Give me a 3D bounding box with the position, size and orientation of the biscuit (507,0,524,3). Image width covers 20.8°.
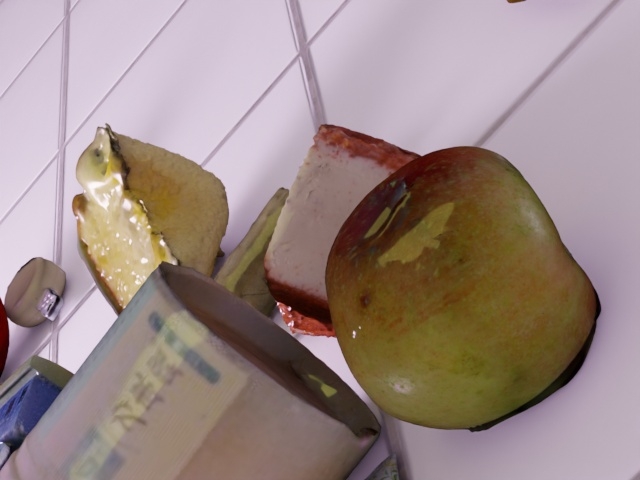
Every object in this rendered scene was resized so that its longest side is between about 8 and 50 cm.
[{"bbox_3d":[0.242,-0.373,1.648,0.329,0.078,0.335,-57,30,2],"label":"biscuit"}]

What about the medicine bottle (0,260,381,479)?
[{"bbox_3d":[-0.160,0.244,1.448,0.406,0.235,0.236,-53,24,6],"label":"medicine bottle"}]

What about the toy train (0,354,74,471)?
[{"bbox_3d":[-0.364,0.281,1.932,0.299,0.131,0.202,-41,21,29],"label":"toy train"}]

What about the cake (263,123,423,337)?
[{"bbox_3d":[0.000,0.000,1.551,0.262,0.159,0.158,-6,57,62],"label":"cake"}]

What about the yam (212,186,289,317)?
[{"bbox_3d":[-0.120,0.114,1.733,0.371,0.083,0.083,-53,24,3],"label":"yam"}]

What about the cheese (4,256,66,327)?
[{"bbox_3d":[-0.365,0.068,2.282,0.171,0.047,0.092,-13,52,58],"label":"cheese"}]

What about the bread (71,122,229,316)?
[{"bbox_3d":[-0.167,-0.005,1.899,0.251,0.133,0.174,53,141,36],"label":"bread"}]

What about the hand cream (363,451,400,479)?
[{"bbox_3d":[0.045,0.230,1.324,0.067,0.042,0.194,-51,20,16],"label":"hand cream"}]

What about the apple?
[{"bbox_3d":[0.098,0.039,1.302,0.188,0.174,0.207,-31,74,10],"label":"apple"}]

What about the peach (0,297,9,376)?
[{"bbox_3d":[-0.487,0.131,2.281,0.154,0.158,0.267,150,129,-78],"label":"peach"}]
